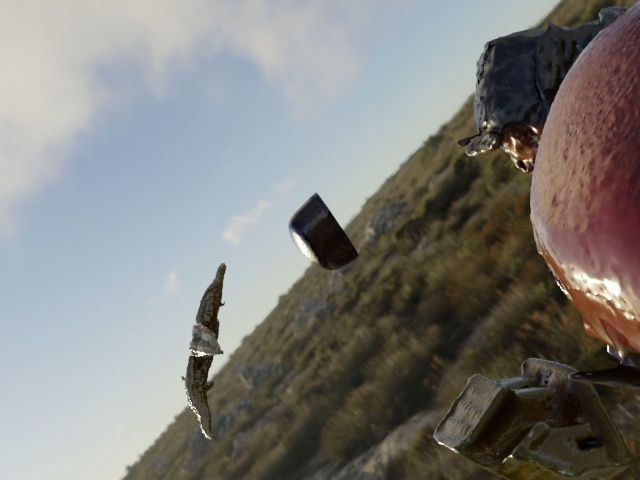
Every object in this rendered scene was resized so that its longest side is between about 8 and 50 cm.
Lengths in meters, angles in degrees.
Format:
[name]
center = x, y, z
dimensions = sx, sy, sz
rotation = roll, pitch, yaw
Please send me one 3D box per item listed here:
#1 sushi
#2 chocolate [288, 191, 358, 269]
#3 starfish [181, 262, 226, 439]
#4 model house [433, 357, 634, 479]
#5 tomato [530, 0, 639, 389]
[sushi]
center = 0.341, -0.181, 0.922
dimensions = 0.344, 0.181, 0.196
rotation = -6, -12, 16
[chocolate]
center = 0.000, 0.000, 1.238
dimensions = 0.080, 0.125, 0.148
rotation = -34, -15, -3
[starfish]
center = -0.154, 0.146, 1.032
dimensions = 0.277, 0.062, 0.235
rotation = -89, 13, -57
[model house]
center = 0.318, 0.300, 1.182
dimensions = 0.239, 0.173, 0.268
rotation = -6, -1, -13
[tomato]
center = 0.261, -0.035, 0.384
dimensions = 0.309, 0.309, 0.170
rotation = -48, -15, 7
